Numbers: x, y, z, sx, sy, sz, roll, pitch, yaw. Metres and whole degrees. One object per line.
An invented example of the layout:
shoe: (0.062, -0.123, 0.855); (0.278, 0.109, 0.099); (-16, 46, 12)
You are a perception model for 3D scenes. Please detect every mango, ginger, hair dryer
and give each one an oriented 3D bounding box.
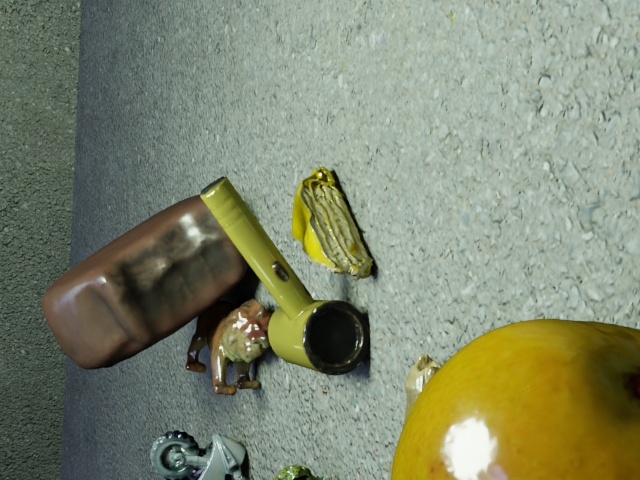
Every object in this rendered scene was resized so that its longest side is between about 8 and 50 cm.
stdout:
mango: (0.177, 0.272, 0.628); (0.300, 0.232, 0.445); (15, 111, 61)
ginger: (0.104, 0.203, 0.987); (0.069, 0.051, 0.173); (-121, 39, -52)
hair dryer: (-0.058, 0.043, 1.155); (0.278, 0.090, 0.135); (55, 161, -14)

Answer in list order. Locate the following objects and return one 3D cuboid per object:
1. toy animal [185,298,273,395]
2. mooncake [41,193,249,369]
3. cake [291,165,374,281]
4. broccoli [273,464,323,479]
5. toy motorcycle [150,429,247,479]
toy animal: (-0.145, 0.157, 1.504); (0.312, 0.097, 0.157); (-162, 85, -67)
mooncake: (-0.263, 0.064, 1.491); (0.334, 0.326, 0.174); (-23, 102, 29)
cake: (-0.004, 0.000, 1.180); (0.116, 0.080, 0.185); (-60, 44, 45)
broccoli: (-0.026, 0.364, 1.205); (0.130, 0.120, 0.131); (41, 97, 27)
toy motorcycle: (-0.187, 0.434, 1.562); (0.106, 0.159, 0.270); (-145, 40, -72)
